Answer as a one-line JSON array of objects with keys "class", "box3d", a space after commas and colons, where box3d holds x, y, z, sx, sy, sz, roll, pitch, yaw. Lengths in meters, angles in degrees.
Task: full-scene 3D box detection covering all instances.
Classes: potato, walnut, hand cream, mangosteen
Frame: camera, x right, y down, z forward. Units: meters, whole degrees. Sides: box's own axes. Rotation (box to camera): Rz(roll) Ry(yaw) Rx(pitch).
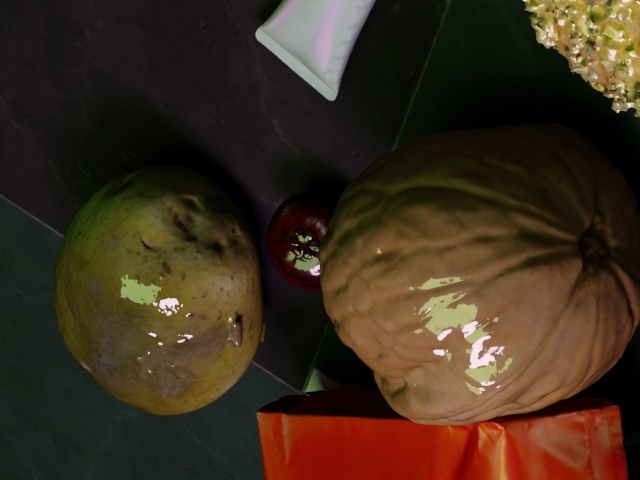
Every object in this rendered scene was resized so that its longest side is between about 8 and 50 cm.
[{"class": "potato", "box3d": [-0.138, 0.050, 1.424, 0.197, 0.149, 0.228, 32, 141, -12]}, {"class": "walnut", "box3d": [0.109, 0.022, 1.142, 0.228, 0.228, 0.228, 23, 138, 22]}, {"class": "hand cream", "box3d": [0.012, -0.175, 1.160, 0.078, 0.050, 0.205, 39, 146, 3]}, {"class": "mangosteen", "box3d": [-0.001, 0.000, 1.319, 0.081, 0.081, 0.081, 23, 138, 22]}]

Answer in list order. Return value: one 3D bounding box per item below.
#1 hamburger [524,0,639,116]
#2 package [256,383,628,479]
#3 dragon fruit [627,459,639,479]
[{"class": "hamburger", "box3d": [0.196, -0.171, 0.933, 0.261, 0.139, 0.243, 10, 133, 32]}, {"class": "package", "box3d": [0.080, 0.216, 1.318, 0.423, 0.123, 0.196, -3, 94, 55]}, {"class": "dragon fruit", "box3d": [0.245, 0.273, 1.327, 0.211, 0.134, 0.262, 37, 144, 20]}]
